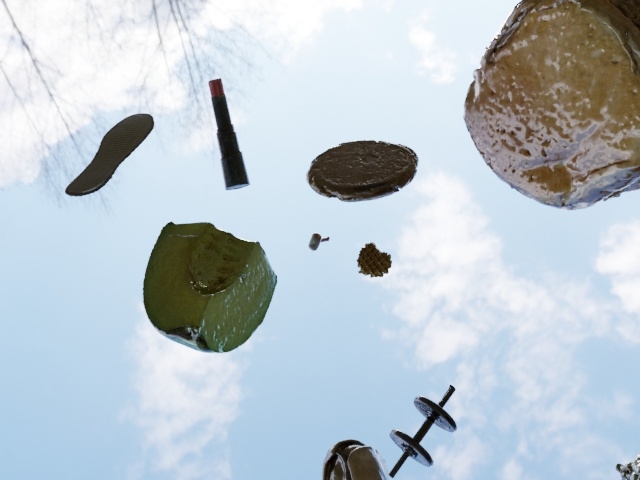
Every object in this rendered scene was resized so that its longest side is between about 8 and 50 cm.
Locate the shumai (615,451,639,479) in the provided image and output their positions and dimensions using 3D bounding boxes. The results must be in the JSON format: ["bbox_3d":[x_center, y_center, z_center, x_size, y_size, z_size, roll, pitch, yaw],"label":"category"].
[{"bbox_3d":[0.547,0.423,0.949,0.184,0.142,0.184,12,-138,-12],"label":"shumai"}]

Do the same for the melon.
[{"bbox_3d":[-0.273,0.118,1.436,0.331,0.226,0.343,35,-132,-12],"label":"melon"}]

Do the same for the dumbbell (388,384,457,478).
[{"bbox_3d":[0.136,0.252,0.801,0.069,0.069,0.147,32,-112,27],"label":"dumbbell"}]

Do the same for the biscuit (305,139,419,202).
[{"bbox_3d":[0.082,-0.139,1.190,0.226,0.042,0.226,-6,-146,4],"label":"biscuit"}]

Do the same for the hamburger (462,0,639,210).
[{"bbox_3d":[0.299,-0.169,0.635,0.211,0.260,0.245,-16,-156,-29],"label":"hamburger"}]

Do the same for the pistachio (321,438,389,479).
[{"bbox_3d":[0.080,0.517,1.277,0.138,0.237,0.153,10,-135,38],"label":"pistachio"}]

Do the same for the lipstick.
[{"bbox_3d":[-0.192,-0.224,1.253,0.054,0.053,0.234,-11,-92,-5],"label":"lipstick"}]

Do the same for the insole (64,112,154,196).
[{"bbox_3d":[-0.329,-0.145,0.967,0.086,0.005,0.253,-2,-141,12],"label":"insole"}]

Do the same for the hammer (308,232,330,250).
[{"bbox_3d":[0.000,0.000,1.715,0.031,0.052,0.083,36,-153,27],"label":"hammer"}]

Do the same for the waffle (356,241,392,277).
[{"bbox_3d":[0.120,0.046,1.354,0.085,0.016,0.078,21,-94,29],"label":"waffle"}]
